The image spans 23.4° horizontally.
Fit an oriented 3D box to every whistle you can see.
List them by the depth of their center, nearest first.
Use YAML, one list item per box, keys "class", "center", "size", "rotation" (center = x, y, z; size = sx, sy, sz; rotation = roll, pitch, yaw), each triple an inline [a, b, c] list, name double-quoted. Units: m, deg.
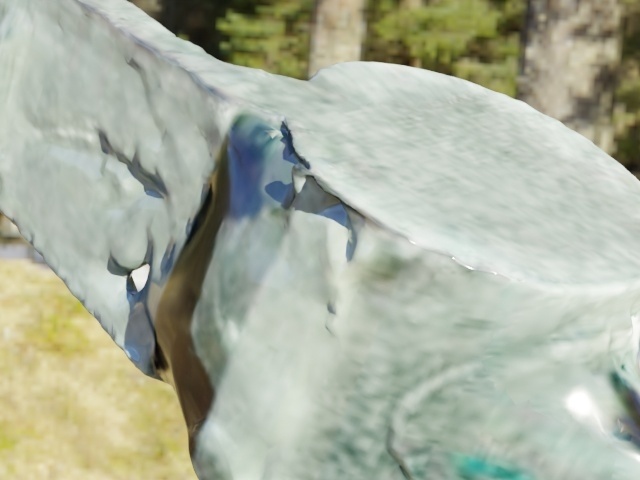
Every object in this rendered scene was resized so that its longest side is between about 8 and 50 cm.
- class: "whistle"
  center: [-0.022, 0.005, 0.730]
  size: [0.404, 0.168, 0.188]
  rotation: [23, 29, 5]
